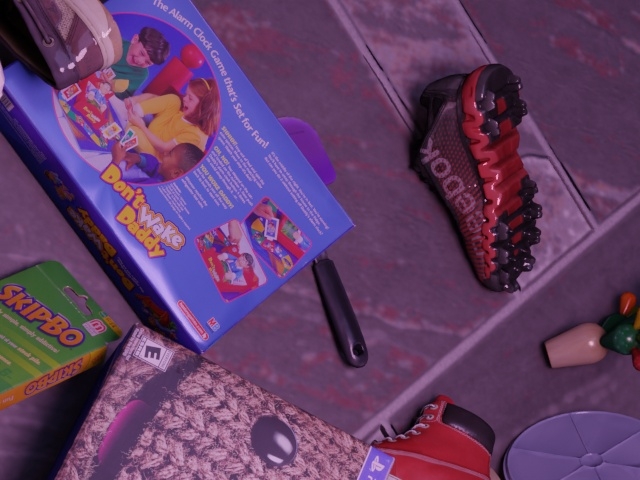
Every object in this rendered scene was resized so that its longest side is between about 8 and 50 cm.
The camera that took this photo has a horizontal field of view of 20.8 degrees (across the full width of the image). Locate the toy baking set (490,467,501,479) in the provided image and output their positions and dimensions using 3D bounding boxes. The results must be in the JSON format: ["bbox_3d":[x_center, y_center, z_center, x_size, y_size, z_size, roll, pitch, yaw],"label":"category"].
[{"bbox_3d":[0.171,0.354,1.890,0.197,0.030,0.256,28,53,18],"label":"toy baking set"}]

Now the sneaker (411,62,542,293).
[{"bbox_3d":[0.178,-0.072,2.039,0.098,0.135,0.276,-31,117,-47],"label":"sneaker"}]

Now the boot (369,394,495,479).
[{"bbox_3d":[0.076,0.230,1.908,0.244,0.088,0.176,17,45,-12],"label":"boot"}]

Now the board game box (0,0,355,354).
[{"bbox_3d":[-0.157,-0.082,1.819,0.233,0.078,0.347,-39,97,-28],"label":"board game box"}]

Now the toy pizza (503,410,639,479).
[{"bbox_3d":[0.309,0.262,1.986,0.201,0.201,0.032,-29,127,-35],"label":"toy pizza"}]

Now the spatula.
[{"bbox_3d":[0.000,0.000,1.942,0.084,0.030,0.296,-14,84,-32],"label":"spatula"}]

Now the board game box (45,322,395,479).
[{"bbox_3d":[-0.115,0.260,1.692,0.291,0.141,0.232,28,62,-7],"label":"board game box"}]

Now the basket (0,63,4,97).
[{"bbox_3d":[-0.466,-0.225,1.539,0.266,0.328,0.331,-7,81,-29],"label":"basket"}]

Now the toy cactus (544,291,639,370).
[{"bbox_3d":[0.359,0.119,2.076,0.180,0.219,0.112,-17,104,5],"label":"toy cactus"}]

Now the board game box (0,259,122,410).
[{"bbox_3d":[-0.326,0.107,1.669,0.259,0.039,0.124,-26,58,-32],"label":"board game box"}]

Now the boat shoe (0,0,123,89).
[{"bbox_3d":[-0.320,-0.250,1.716,0.285,0.103,0.092,40,56,16],"label":"boat shoe"}]
